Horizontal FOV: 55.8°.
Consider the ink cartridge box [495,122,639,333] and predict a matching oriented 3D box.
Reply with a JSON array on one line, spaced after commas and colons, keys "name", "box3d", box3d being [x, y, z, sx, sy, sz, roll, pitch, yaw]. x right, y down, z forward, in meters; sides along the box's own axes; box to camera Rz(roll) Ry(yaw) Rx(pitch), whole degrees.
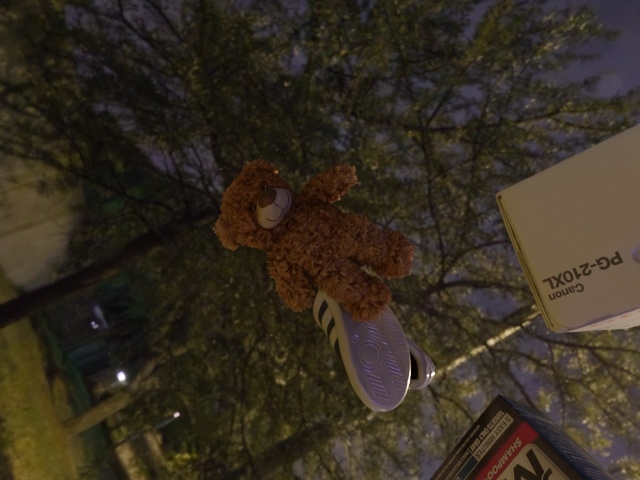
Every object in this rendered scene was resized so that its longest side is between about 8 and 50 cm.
[{"name": "ink cartridge box", "box3d": [0.252, -0.009, 0.418, 0.172, 0.237, 0.100, -28, -111, 30]}]

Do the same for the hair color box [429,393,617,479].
[{"name": "hair color box", "box3d": [0.254, 0.328, 0.569, 0.105, 0.174, 0.347, 27, 11, -36]}]

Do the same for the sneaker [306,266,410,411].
[{"name": "sneaker", "box3d": [0.046, 0.149, 1.119, 0.148, 0.131, 0.350, -44, -117, 57]}]

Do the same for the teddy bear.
[{"name": "teddy bear", "box3d": [0.000, 0.000, 0.981, 0.338, 0.245, 0.113, 48, 1, -14]}]

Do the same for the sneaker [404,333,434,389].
[{"name": "sneaker", "box3d": [0.132, 0.210, 1.233, 0.252, 0.103, 0.111, 37, -3, 6]}]
